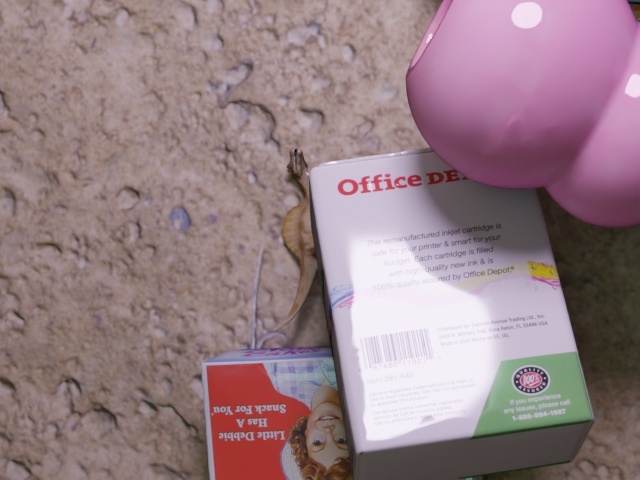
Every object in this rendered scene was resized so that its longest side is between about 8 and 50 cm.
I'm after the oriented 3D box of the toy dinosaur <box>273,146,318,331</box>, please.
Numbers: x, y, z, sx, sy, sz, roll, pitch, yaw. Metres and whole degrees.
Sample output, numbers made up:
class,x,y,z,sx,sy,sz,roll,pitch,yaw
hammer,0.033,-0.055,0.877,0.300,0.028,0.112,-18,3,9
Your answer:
class,x,y,z,sx,sy,sz,roll,pitch,yaw
toy dinosaur,0.000,0.000,1.449,0.092,0.053,0.183,-1,86,30

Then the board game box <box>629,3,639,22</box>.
class,x,y,z,sx,sy,sz,roll,pitch,yaw
board game box,0.249,-0.248,1.351,0.242,0.064,0.317,-28,86,15

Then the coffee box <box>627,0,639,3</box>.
class,x,y,z,sx,sy,sz,roll,pitch,yaw
coffee box,0.302,-0.262,1.281,0.184,0.040,0.113,4,95,15

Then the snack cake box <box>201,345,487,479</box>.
class,x,y,z,sx,sy,sz,roll,pitch,yaw
snack cake box,0.024,0.182,1.425,0.264,0.089,0.152,-3,93,15

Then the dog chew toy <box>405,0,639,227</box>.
class,x,y,z,sx,sy,sz,roll,pitch,yaw
dog chew toy,0.242,-0.107,1.231,0.331,0.206,0.207,27,100,-5

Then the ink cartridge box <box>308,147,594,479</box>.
class,x,y,z,sx,sy,sz,roll,pitch,yaw
ink cartridge box,0.107,0.064,1.300,0.201,0.117,0.278,-8,63,-4
